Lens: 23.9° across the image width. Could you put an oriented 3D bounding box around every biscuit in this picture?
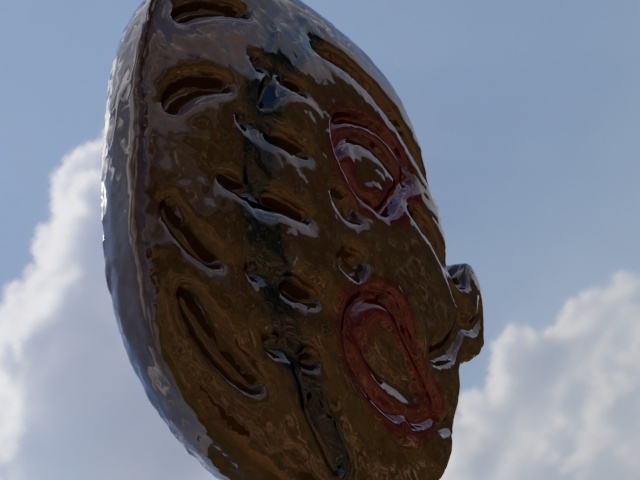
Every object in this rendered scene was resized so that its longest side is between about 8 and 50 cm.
[{"bbox_3d":[0.001,-0.001,0.922,0.314,0.367,0.063,28,-45,-37],"label":"biscuit"}]
